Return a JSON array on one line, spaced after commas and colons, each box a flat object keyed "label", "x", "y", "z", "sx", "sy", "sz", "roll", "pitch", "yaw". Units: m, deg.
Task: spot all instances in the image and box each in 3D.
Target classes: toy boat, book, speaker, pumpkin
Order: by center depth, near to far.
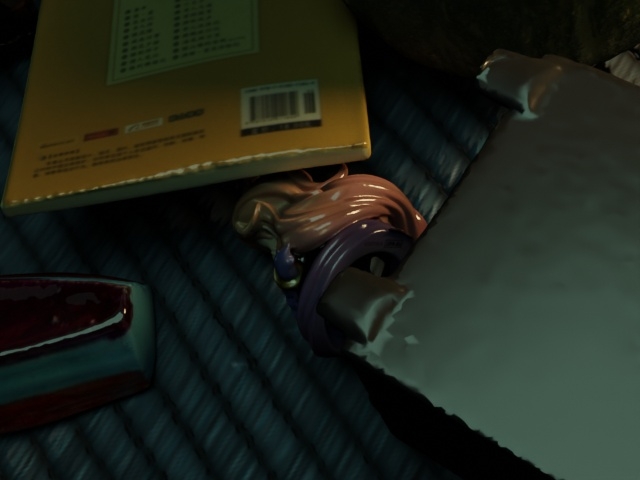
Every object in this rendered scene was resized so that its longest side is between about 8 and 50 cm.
[{"label": "speaker", "x": 0.165, "y": 0.054, "z": 0.637, "sx": 0.254, "sy": 0.184, "sz": 0.232, "roll": 28, "pitch": 74, "yaw": 25}, {"label": "pumpkin", "x": 0.143, "y": -0.287, "z": 0.785, "sx": 0.291, "sy": 0.257, "sz": 0.328, "roll": -5, "pitch": 56, "yaw": 15}, {"label": "toy boat", "x": -0.317, "y": 0.086, "z": 0.790, "sx": 0.392, "sy": 0.079, "sz": 0.136, "roll": -8, "pitch": 59, "yaw": 5}, {"label": "book", "x": -0.103, "y": -0.182, "z": 0.863, "sx": 0.269, "sy": 0.032, "sz": 0.389, "roll": -9, "pitch": 48, "yaw": 7}]

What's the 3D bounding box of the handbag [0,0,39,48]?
[{"label": "handbag", "x": -0.355, "y": -0.214, "z": 0.908, "sx": 0.215, "sy": 0.155, "sz": 0.169, "roll": -27, "pitch": 63, "yaw": -4}]

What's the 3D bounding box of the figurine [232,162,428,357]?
[{"label": "figurine", "x": 0.005, "y": -0.005, "z": 0.744, "sx": 0.126, "sy": 0.114, "sz": 0.157, "roll": -3, "pitch": 44, "yaw": -36}]
